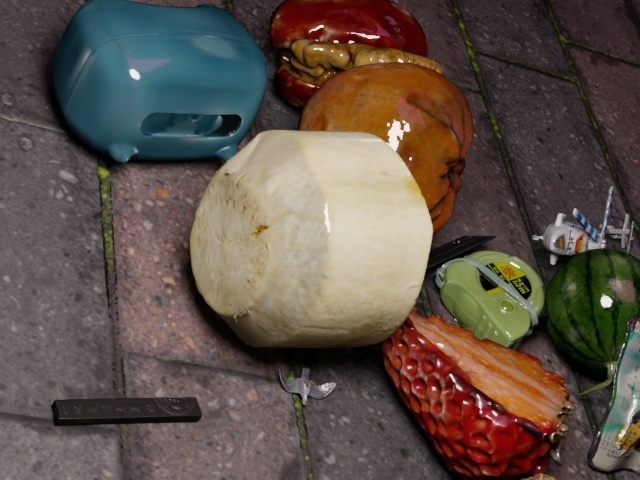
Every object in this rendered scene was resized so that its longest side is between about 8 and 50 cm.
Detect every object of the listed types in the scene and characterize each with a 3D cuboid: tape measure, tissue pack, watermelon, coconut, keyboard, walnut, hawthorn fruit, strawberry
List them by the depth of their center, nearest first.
[{"bbox_3d":[0.000,0.000,1.919,0.323,0.323,0.323,20,41,-18],"label":"coconut"},{"bbox_3d":[0.198,0.228,1.955,0.280,0.150,0.253,24,19,-10],"label":"strawberry"},{"bbox_3d":[-0.220,-0.220,2.070,0.287,0.198,0.206,-2,49,-40],"label":"tissue pack"},{"bbox_3d":[0.068,-0.132,2.152,0.298,0.277,0.277,16,34,20],"label":"hawthorn fruit"},{"bbox_3d":[0.261,0.087,2.182,0.154,0.087,0.177,-23,61,-34],"label":"tape measure"},{"bbox_3d":[0.431,0.117,2.193,0.188,0.188,0.214,17,48,-20],"label":"watermelon"},{"bbox_3d":[0.191,0.019,2.234,0.198,0.064,0.010,-22,106,-47],"label":"keyboard"},{"bbox_3d":[0.048,-0.277,2.307,0.269,0.221,0.244,6,14,-10],"label":"walnut"}]

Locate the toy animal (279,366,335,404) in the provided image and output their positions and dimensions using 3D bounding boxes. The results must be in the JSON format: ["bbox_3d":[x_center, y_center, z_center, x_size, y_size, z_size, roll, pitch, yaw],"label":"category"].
[{"bbox_3d":[-0.018,0.194,1.920,0.084,0.028,0.050,18,33,-18],"label":"toy animal"}]

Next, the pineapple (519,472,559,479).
[{"bbox_3d":[0.272,0.395,1.827,0.166,0.166,0.193,-13,77,-43],"label":"pineapple"}]

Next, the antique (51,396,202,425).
[{"bbox_3d":[-0.233,0.206,1.766,0.192,0.015,0.031,3,48,-34],"label":"antique"}]

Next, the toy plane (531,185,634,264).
[{"bbox_3d":[0.435,-0.018,2.391,0.107,0.182,0.273,13,30,26],"label":"toy plane"}]

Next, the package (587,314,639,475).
[{"bbox_3d":[0.481,0.238,2.114,0.166,0.232,0.040,23,-5,-23],"label":"package"}]
